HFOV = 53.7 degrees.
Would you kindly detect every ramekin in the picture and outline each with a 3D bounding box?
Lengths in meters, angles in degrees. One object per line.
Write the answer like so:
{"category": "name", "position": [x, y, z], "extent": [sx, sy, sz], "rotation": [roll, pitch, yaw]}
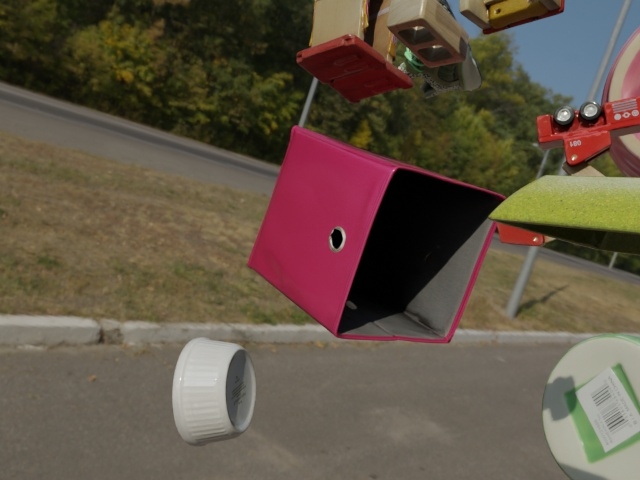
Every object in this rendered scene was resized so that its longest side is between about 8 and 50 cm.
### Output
{"category": "ramekin", "position": [-0.258, 0.380, 1.608], "extent": [0.127, 0.272, 0.273], "rotation": [-5, 2, 14]}
{"category": "ramekin", "position": [0.532, 0.305, 1.087], "extent": [0.148, 0.303, 0.303], "rotation": [17, 7, -28]}

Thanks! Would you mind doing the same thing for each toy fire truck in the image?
{"category": "toy fire truck", "position": [0.272, -0.068, 0.633], "extent": [0.192, 0.135, 0.047], "rotation": [-8, -6, 23]}

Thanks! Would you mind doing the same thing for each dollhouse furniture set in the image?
{"category": "dollhouse furniture set", "position": [0.154, -0.342, 0.878], "extent": [0.374, 0.201, 0.152], "rotation": [-4, -17, 39]}

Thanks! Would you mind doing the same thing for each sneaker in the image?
{"category": "sneaker", "position": [0.269, -0.456, 1.552], "extent": [0.410, 0.182, 0.158], "rotation": [35, 32, -58]}

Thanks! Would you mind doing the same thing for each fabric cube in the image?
{"category": "fabric cube", "position": [0.080, -0.010, 1.003], "extent": [0.259, 0.254, 0.258], "rotation": [10, 15, -39]}

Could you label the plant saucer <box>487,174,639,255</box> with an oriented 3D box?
{"category": "plant saucer", "position": [0.266, -0.016, 0.504], "extent": [0.188, 0.045, 0.188], "rotation": [10, 0, -38]}

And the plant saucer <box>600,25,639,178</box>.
{"category": "plant saucer", "position": [0.557, -0.218, 0.913], "extent": [0.084, 0.332, 0.332], "rotation": [5, 15, -39]}
